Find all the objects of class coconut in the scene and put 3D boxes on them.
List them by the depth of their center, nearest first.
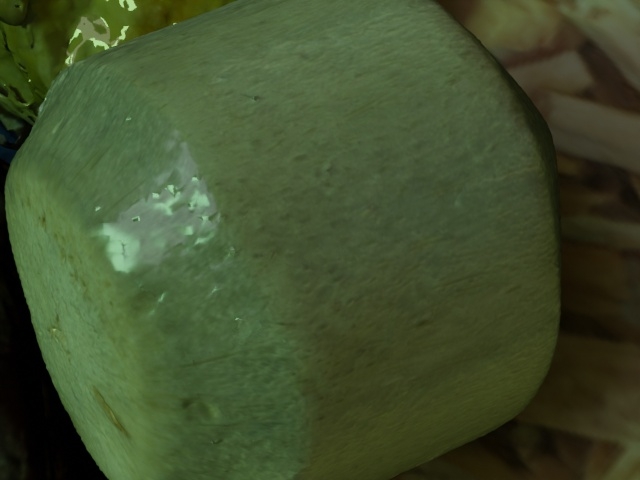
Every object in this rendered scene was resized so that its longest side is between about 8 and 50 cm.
[{"bbox_3d":[0.000,0.000,0.707,0.266,0.237,0.237,-27,40,-25],"label":"coconut"}]

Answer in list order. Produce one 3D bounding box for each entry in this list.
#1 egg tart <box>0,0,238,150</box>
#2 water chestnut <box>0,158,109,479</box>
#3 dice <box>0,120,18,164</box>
[{"bbox_3d":[-0.085,-0.137,0.822,0.291,0.291,0.107,-41,14,15],"label":"egg tart"},{"bbox_3d":[-0.276,0.091,0.810,0.335,0.347,0.335,-14,69,38],"label":"water chestnut"},{"bbox_3d":[-0.282,-0.079,1.034,0.143,0.146,0.146,-40,47,14],"label":"dice"}]
